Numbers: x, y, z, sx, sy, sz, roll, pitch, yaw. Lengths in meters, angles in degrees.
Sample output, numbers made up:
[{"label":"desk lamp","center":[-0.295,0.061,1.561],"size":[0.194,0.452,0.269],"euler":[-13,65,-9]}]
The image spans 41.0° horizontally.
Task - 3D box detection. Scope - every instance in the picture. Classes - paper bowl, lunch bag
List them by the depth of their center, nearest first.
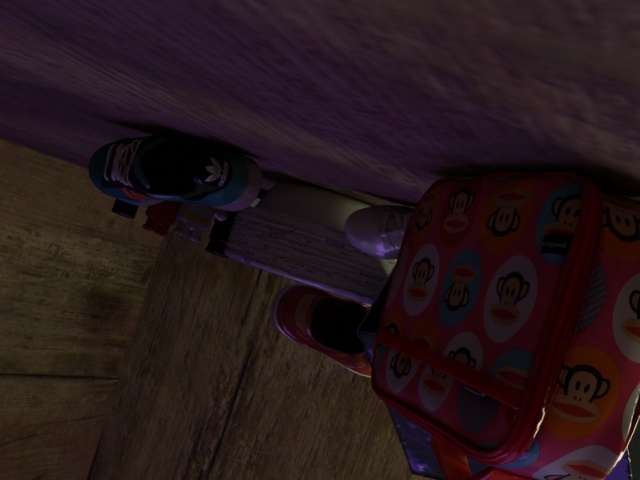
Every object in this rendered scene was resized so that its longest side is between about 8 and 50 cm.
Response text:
[{"label":"lunch bag","center":[0.147,0.078,0.709],"size":[0.120,0.258,0.293],"euler":[18,177,-17]},{"label":"paper bowl","center":[0.000,0.000,1.363],"size":[0.284,0.148,0.284],"euler":[17,178,0]}]

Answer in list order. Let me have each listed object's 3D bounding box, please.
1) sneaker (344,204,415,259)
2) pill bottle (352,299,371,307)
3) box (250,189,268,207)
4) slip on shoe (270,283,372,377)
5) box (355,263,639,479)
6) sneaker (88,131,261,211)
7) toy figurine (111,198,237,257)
[{"label":"sneaker","center":[0.128,-0.017,1.127],"size":[0.212,0.080,0.094],"euler":[9,163,20]},{"label":"pill bottle","center":[0.149,0.069,1.753],"size":[0.278,0.162,0.162],"euler":[18,178,0]},{"label":"box","center":[-0.074,-0.044,1.740],"size":[0.180,0.077,0.147],"euler":[17,178,-3]},{"label":"slip on shoe","center":[0.073,0.158,1.411],"size":[0.331,0.123,0.101],"euler":[25,171,-32]},{"label":"box","center":[0.269,0.193,1.170],"size":[0.343,0.179,0.312],"euler":[6,132,32]},{"label":"sneaker","center":[-0.231,-0.106,1.187],"size":[0.302,0.108,0.121],"euler":[6,171,34]},{"label":"toy figurine","center":[-0.239,-0.077,1.516],"size":[0.213,0.148,0.209],"euler":[19,173,20]}]
